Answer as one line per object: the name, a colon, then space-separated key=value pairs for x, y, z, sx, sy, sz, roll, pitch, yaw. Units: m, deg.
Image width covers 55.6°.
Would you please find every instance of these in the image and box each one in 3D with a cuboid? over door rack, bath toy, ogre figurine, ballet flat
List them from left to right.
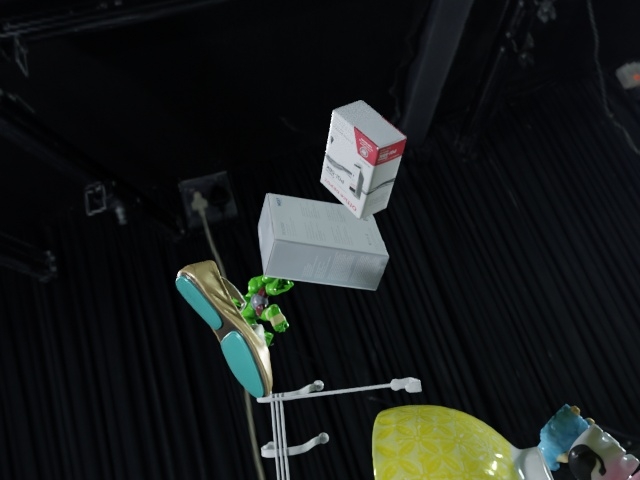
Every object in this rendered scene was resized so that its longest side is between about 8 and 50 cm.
ballet flat: x=-0.128 y=0.127 z=0.925 sx=0.073 sy=0.232 sz=0.080 roll=-32 pitch=-2 yaw=-43
ogre figurine: x=-0.128 y=0.139 z=1.344 sx=0.118 sy=0.197 sz=0.096 roll=-12 pitch=-15 yaw=43
over door rack: x=0.046 y=0.403 z=1.208 sx=0.324 sy=0.240 sz=0.108 roll=-6 pitch=-2 yaw=5
bath toy: x=0.464 y=0.403 z=0.901 sx=0.151 sy=0.348 sz=0.129 roll=38 pitch=-85 yaw=-28

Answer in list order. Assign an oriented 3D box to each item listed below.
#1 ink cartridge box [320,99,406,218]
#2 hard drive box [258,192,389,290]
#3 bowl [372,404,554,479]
ink cartridge box: x=0.057 y=-0.113 z=0.869 sx=0.056 sy=0.099 sz=0.135 roll=-26 pitch=-34 yaw=-30
hard drive box: x=0.000 y=0.000 z=1.227 sx=0.232 sy=0.181 sz=0.089 roll=9 pitch=-58 yaw=-15
bowl: x=0.183 y=0.303 z=0.654 sx=0.156 sy=0.290 sz=0.289 roll=-22 pitch=-22 yaw=14
